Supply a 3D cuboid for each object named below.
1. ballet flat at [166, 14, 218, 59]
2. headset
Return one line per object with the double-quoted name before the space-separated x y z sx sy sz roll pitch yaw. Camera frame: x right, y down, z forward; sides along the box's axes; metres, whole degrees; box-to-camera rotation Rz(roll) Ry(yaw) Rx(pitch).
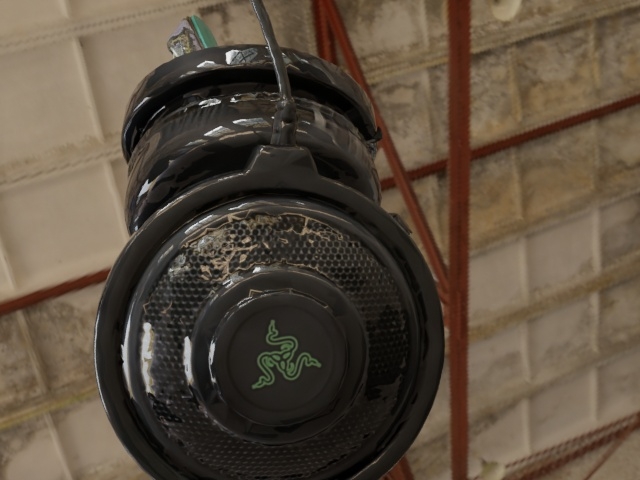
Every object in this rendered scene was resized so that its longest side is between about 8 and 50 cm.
"ballet flat" -0.073 -0.102 0.622 0.041 0.114 0.041 -19 -39 -16
"headset" 0.000 0.000 0.423 0.185 0.243 0.394 2 -57 -9
